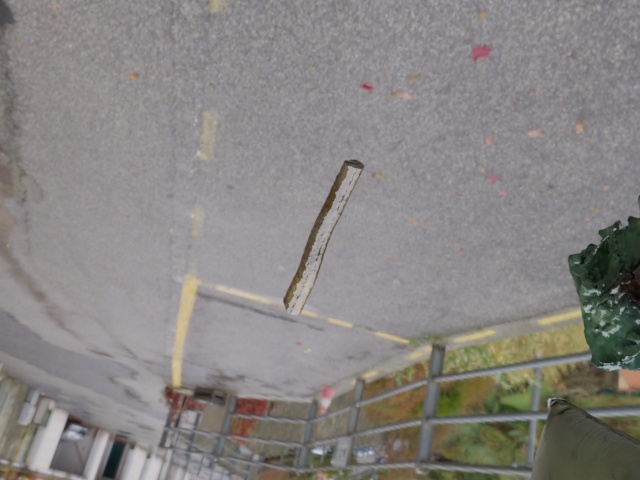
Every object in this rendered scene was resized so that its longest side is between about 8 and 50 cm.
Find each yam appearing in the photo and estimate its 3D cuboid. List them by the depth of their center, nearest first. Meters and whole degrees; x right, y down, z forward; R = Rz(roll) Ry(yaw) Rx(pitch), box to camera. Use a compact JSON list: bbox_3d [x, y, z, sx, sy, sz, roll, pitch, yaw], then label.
[{"bbox_3d":[0.000,0.000,1.171,0.045,0.045,0.327,22,119,-3],"label":"yam"}]

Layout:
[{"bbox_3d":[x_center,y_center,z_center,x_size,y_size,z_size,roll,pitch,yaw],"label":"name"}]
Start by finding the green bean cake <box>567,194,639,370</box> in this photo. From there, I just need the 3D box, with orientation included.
[{"bbox_3d":[0.247,-0.002,0.340,0.193,0.107,0.208,-6,158,9],"label":"green bean cake"}]

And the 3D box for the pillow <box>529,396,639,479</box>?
[{"bbox_3d":[0.191,0.276,0.478,0.075,0.302,0.185,20,178,-23],"label":"pillow"}]
